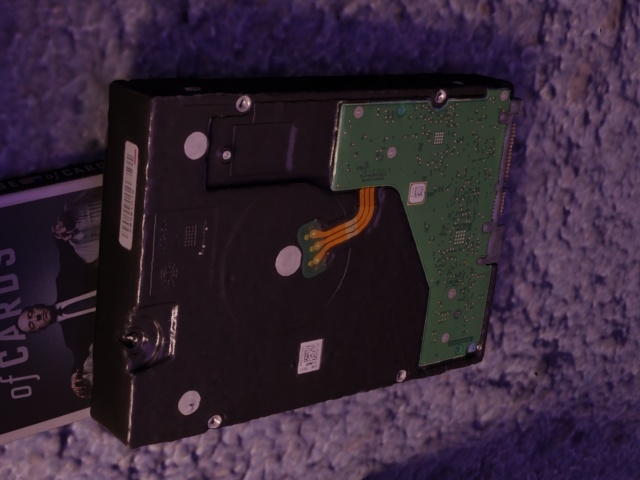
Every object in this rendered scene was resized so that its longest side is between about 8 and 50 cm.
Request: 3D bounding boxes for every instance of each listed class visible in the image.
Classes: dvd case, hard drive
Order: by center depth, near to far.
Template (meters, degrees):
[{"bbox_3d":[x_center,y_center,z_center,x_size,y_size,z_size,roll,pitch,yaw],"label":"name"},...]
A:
[{"bbox_3d":[-0.175,0.040,0.782,0.238,0.029,0.179,-15,117,-29],"label":"dvd case"},{"bbox_3d":[0.000,0.000,0.836,0.338,0.064,0.237,-8,113,-38],"label":"hard drive"}]
